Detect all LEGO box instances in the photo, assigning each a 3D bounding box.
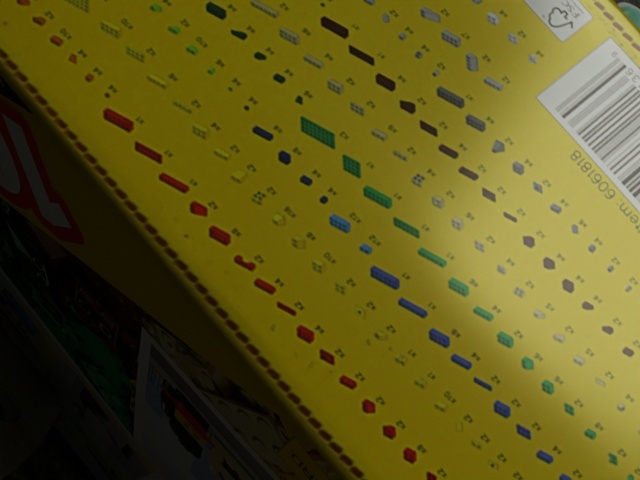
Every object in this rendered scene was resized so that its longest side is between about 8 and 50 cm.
[{"bbox_3d":[0.007,0.044,0.630,0.193,0.372,0.500,-38,83,-22],"label":"LEGO box"}]

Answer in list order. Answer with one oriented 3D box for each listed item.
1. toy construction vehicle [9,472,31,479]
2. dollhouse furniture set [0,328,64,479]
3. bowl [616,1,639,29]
[{"bbox_3d":[-0.164,0.152,0.637,0.035,0.098,0.086,36,15,2],"label":"toy construction vehicle"},{"bbox_3d":[-0.214,0.094,0.569,0.129,0.129,0.183,49,26,-10],"label":"dollhouse furniture set"},{"bbox_3d":[0.373,-0.103,1.707,0.311,0.163,0.311,39,30,-28],"label":"bowl"}]
